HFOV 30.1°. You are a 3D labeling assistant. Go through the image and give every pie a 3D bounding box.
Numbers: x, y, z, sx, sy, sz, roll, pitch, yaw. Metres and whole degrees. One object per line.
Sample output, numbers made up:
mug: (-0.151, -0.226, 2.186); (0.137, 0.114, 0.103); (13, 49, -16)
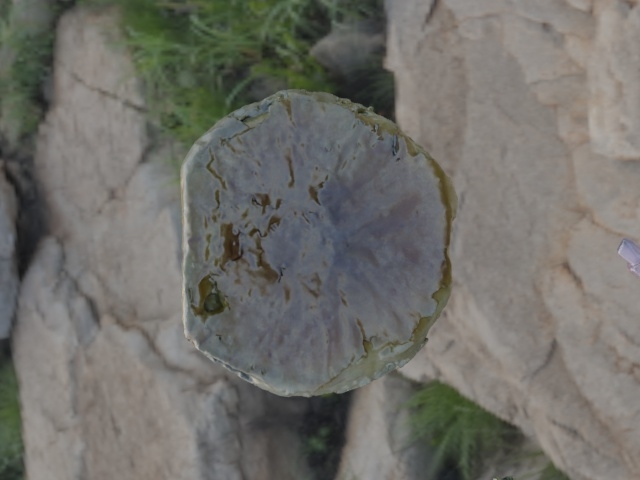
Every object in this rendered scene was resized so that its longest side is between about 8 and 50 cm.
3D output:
pie: (0.000, 0.000, 0.745); (0.046, 0.195, 0.195); (144, 113, -81)

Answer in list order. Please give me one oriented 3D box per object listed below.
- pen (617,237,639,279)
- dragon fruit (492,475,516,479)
pen: (0.226, 0.059, 0.619); (0.197, 0.032, 0.053); (37, 124, -13)
dragon fruit: (0.196, 0.343, 1.189); (0.236, 0.135, 0.137); (-95, 15, -52)
